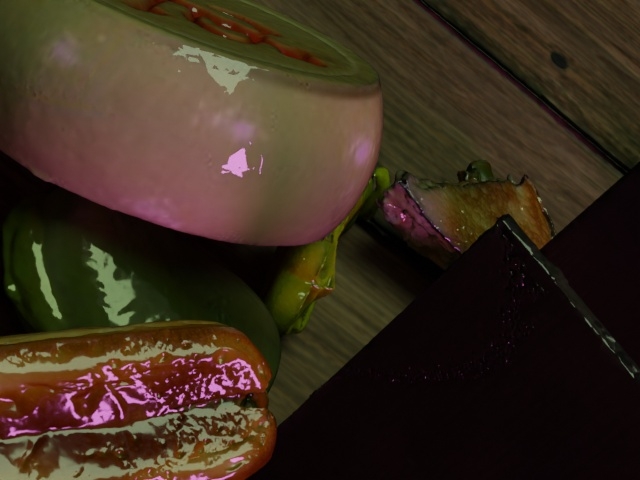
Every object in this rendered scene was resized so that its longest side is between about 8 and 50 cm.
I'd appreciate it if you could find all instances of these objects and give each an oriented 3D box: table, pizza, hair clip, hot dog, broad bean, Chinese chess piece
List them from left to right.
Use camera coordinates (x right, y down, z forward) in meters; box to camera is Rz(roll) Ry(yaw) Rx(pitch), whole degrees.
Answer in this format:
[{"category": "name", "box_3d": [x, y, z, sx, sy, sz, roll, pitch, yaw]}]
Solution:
[{"category": "hot dog", "box_3d": [-0.139, 0.096, 0.880, 0.250, 0.068, 0.100, -4, 87, -23]}, {"category": "broad bean", "box_3d": [-0.100, 0.036, 0.977, 0.174, 0.082, 0.124, 39, 44, -6]}, {"category": "Chinese chess piece", "box_3d": [-0.084, -0.089, 1.008, 0.251, 0.097, 0.251, 21, 15, -6]}, {"category": "hair clip", "box_3d": [0.000, 0.000, 1.099, 0.046, 0.072, 0.173, 30, 37, 0]}, {"category": "pizza", "box_3d": [0.100, 0.007, 1.175, 0.195, 0.052, 0.185, 31, 38, -41]}, {"category": "table", "box_3d": [0.136, 0.101, 0.962, 0.196, 0.282, 0.250, 52, 40, 10]}]
